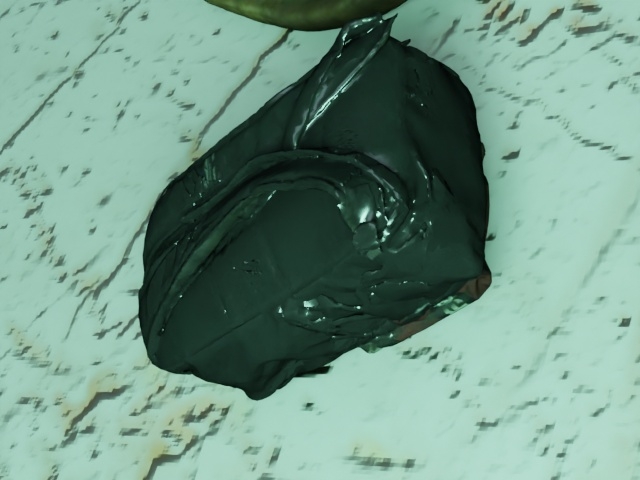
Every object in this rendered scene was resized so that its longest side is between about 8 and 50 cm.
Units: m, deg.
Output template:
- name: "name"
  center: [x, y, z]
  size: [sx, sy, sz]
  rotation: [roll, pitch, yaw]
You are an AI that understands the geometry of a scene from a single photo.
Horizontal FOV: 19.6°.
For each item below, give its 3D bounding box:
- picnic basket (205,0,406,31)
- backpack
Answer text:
- name: "picnic basket"
  center: [-0.021, -0.259, 0.883]
  size: [0.293, 0.337, 0.337]
  rotation: [22, 74, 40]
- name: "backpack"
  center: [-0.001, -0.002, 0.766]
  size: [0.165, 0.106, 0.120]
  rotation: [-36, 37, 41]
